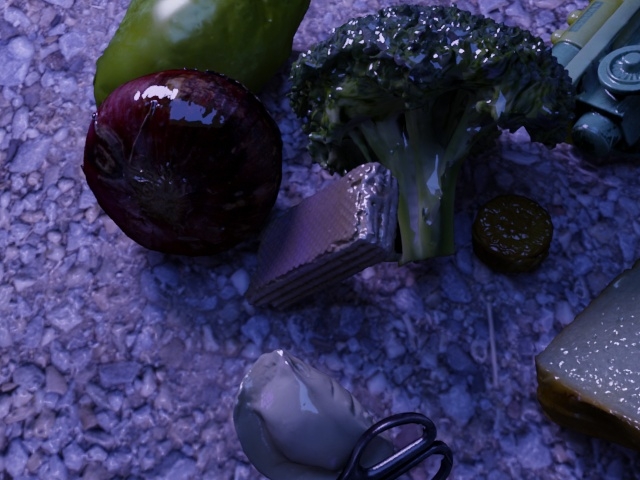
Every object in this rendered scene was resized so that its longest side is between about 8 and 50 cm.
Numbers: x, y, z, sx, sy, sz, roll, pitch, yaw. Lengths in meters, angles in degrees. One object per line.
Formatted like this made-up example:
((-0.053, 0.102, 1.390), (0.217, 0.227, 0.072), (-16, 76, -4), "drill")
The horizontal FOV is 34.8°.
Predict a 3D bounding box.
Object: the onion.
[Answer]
((-0.163, -0.099, 1.247), (0.246, 0.246, 0.190), (2, 43, 10), "onion")

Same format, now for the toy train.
((0.400, -0.263, 1.322), (0.237, 0.150, 0.369), (29, 66, 34), "toy train")

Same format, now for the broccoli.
((0.143, -0.144, 1.222), (0.375, 0.302, 0.249), (-3, 26, 39), "broccoli")

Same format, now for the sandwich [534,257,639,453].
((0.363, 0.128, 1.040), (0.226, 0.087, 0.251), (-39, 25, -17), "sandwich")

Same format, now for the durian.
((-0.166, -0.273, 1.390), (0.256, 0.204, 0.340), (-1, 55, 44), "durian")

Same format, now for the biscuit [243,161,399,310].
((0.000, 0.000, 1.182), (0.239, 0.062, 0.108), (-28, 45, 47), "biscuit")

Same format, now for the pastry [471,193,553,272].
((0.230, -0.009, 1.230), (0.097, 0.057, 0.109), (-8, 58, 2), "pastry")

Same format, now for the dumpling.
((-0.016, 0.213, 1.106), (0.134, 0.169, 0.100), (-51, 21, 8), "dumpling")

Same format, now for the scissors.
((0.001, 0.286, 1.075), (0.300, 0.109, 0.022), (-32, 24, 2), "scissors")
